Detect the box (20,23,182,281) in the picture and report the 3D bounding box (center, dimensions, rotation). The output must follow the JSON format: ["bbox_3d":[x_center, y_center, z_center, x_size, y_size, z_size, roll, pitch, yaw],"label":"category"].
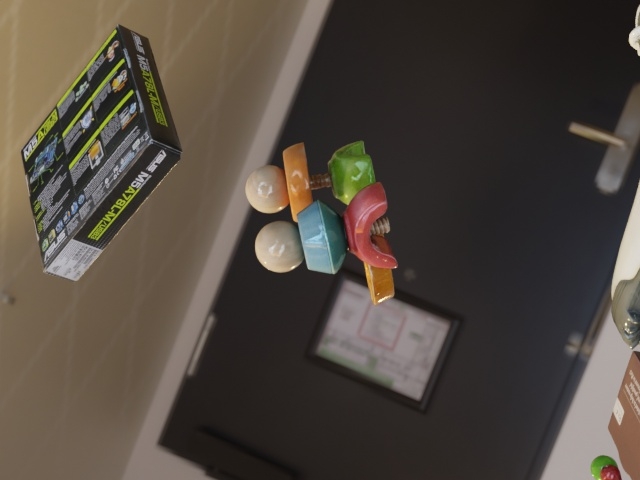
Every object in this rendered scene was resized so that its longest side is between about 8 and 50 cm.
[{"bbox_3d":[-0.221,-0.087,1.212,0.045,0.191,0.184,24,-149,-36],"label":"box"}]

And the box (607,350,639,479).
[{"bbox_3d":[0.595,0.270,1.618,0.381,0.143,0.191,8,-159,-5],"label":"box"}]

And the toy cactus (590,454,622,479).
[{"bbox_3d":[0.364,0.297,1.245,0.219,0.112,0.180,36,-132,14],"label":"toy cactus"}]

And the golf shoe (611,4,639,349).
[{"bbox_3d":[0.218,-0.072,0.661,0.105,0.273,0.120,13,-164,-37],"label":"golf shoe"}]

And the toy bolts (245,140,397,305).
[{"bbox_3d":[0.000,0.000,1.487,0.158,0.218,0.228,-11,-164,-1],"label":"toy bolts"}]
